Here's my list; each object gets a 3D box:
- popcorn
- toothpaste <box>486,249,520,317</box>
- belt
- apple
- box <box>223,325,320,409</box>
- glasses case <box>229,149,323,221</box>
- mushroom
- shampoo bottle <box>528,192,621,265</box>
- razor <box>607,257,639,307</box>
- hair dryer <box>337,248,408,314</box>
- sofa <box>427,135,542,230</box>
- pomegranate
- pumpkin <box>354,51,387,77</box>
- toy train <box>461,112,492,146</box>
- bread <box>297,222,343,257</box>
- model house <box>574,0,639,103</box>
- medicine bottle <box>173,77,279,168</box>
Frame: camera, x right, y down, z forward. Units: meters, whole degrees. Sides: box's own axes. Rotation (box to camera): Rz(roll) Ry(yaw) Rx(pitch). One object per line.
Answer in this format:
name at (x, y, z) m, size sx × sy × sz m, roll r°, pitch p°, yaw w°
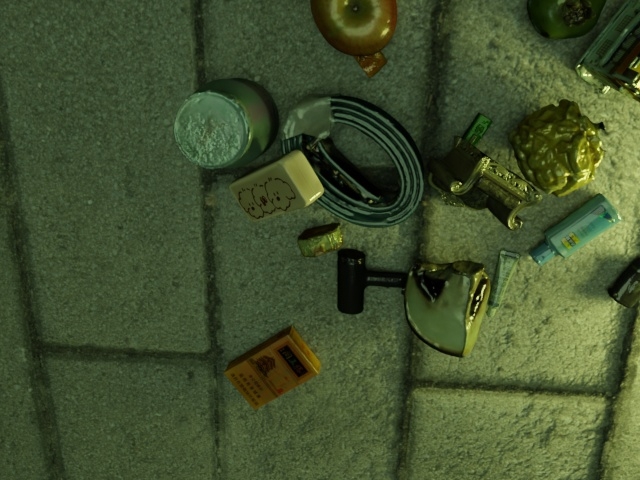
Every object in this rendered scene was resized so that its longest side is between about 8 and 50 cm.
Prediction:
popcorn at (0.622, -0.245, 1.468) m, size 0.249 × 0.249 × 0.225 m, roll 45°, pitch 119°, yaw -9°
toothpaste at (0.548, 0.135, 1.720) m, size 0.062 × 0.037 × 0.216 m, roll 13°, pitch 106°, yaw 2°
belt at (0.095, -0.229, 1.577) m, size 0.437 × 0.173 × 0.300 m, roll 37°, pitch 108°, yaw -5°
apple at (0.087, -0.589, 1.450) m, size 0.211 × 0.173 × 0.234 m, roll -17°, pitch 104°, yaw 9°
box at (-0.160, 0.426, 1.885) m, size 0.274 × 0.076 × 0.174 m, roll -32°, pitch 104°, yaw 16°
glasses case at (-0.131, -0.144, 1.576) m, size 0.336 × 0.076 × 0.144 m, roll -13°, pitch 112°, yaw 57°
mushroom at (0.378, 0.164, 1.696) m, size 0.218 × 0.212 × 0.291 m, roll 18°, pitch 127°, yaw 33°
shampoo bottle at (0.726, -0.020, 1.631) m, size 0.258 × 0.061 × 0.104 m, roll -40°, pitch 101°, yaw 18°
razor at (0.922, 0.126, 1.661) m, size 0.090 × 0.054 × 0.148 m, roll 30°, pitch 111°, yaw -4°
hair dryer at (0.175, 0.129, 1.743) m, size 0.252 × 0.089 × 0.197 m, roll 1°, pitch 109°, yaw 0°
sofa at (0.427, -0.135, 1.528) m, size 0.258 × 0.200 × 0.182 m, roll 28°, pitch 108°, yaw -21°
pomegranate at (0.603, -0.572, 1.370) m, size 0.187 × 0.225 × 0.186 m, roll 3°, pitch 124°, yaw 5°
pumpkin at (0.132, -0.507, 1.549) m, size 0.073 × 0.035 × 0.101 m, roll -38°, pitch 98°, yaw 14°
toy train at (0.406, -0.259, 1.597) m, size 0.044 × 0.042 × 0.209 m, roll 31°, pitch 109°, yaw -3°
bread at (0.000, 0.000, 1.690) m, size 0.140 × 0.128 × 0.069 m, roll -14°, pitch 102°, yaw 11°
model house at (0.786, -0.460, 1.392) m, size 0.199 × 0.215 × 0.224 m, roll 20°, pitch 115°, yaw -34°
medicine bottle at (-0.255, -0.311, 1.527) m, size 0.245 × 0.290 × 0.244 m, roll 2°, pitch 109°, yaw 6°
